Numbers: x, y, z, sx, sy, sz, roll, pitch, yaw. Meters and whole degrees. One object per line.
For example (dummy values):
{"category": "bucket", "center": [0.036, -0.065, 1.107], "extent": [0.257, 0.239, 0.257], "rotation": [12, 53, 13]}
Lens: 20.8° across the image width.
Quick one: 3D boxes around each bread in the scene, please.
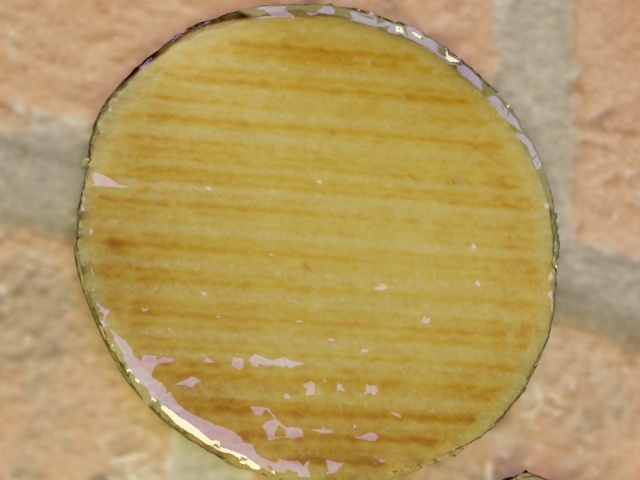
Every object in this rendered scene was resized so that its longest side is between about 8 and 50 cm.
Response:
{"category": "bread", "center": [0.000, 0.000, 0.893], "extent": [0.267, 0.040, 0.267], "rotation": [5, 68, -13]}

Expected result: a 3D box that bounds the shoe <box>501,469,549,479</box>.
{"category": "shoe", "center": [0.116, 0.225, 0.813], "extent": [0.112, 0.099, 0.227], "rotation": [-25, 78, -14]}
